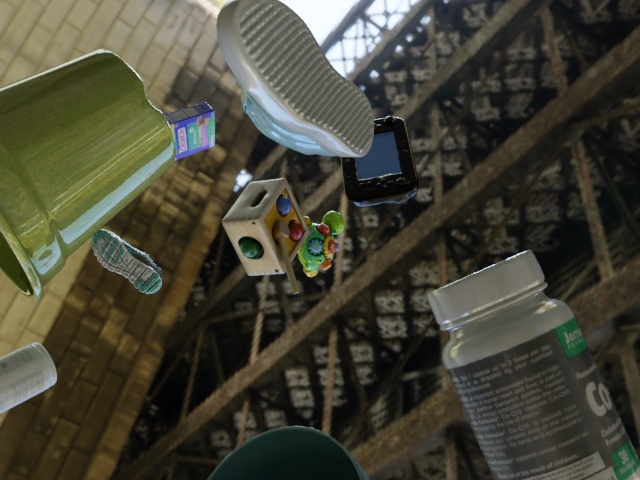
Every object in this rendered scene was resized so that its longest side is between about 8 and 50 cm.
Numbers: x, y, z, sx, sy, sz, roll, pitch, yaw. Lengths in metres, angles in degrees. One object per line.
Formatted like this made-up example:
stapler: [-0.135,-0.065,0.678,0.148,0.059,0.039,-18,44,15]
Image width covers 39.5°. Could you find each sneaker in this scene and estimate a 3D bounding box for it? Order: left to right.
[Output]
sneaker: [-0.379,0.038,1.761,0.065,0.166,0.076,-46,-175,12]
sneaker: [-0.063,-0.198,1.201,0.150,0.366,0.135,-1,-111,27]

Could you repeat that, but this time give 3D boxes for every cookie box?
cookie box: [-0.270,-0.222,1.823,0.040,0.107,0.092,40,-40,35]

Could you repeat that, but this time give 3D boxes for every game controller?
game controller: [0.130,-0.186,2.056,0.319,0.166,0.067,-94,180,-52]

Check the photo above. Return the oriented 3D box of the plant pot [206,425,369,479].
plant pot: [-0.022,0.442,1.287,0.290,0.195,0.290,-18,-131,22]

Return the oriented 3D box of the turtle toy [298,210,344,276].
turtle toy: [0.000,0.000,1.608,0.066,0.095,0.130,0,-131,29]

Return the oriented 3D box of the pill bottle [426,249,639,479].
pill bottle: [0.304,0.211,1.307,0.204,0.361,0.204,-23,175,-2]

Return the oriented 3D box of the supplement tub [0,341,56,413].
supplement tub: [-0.426,0.192,1.221,0.107,0.071,0.071,-26,177,-42]

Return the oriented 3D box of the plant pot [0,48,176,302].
plant pot: [-0.335,-0.105,1.131,0.254,0.276,0.276,-37,-166,-24]

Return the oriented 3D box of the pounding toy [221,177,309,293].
pounding toy: [-0.075,-0.005,1.409,0.100,0.130,0.141,-5,-145,29]
